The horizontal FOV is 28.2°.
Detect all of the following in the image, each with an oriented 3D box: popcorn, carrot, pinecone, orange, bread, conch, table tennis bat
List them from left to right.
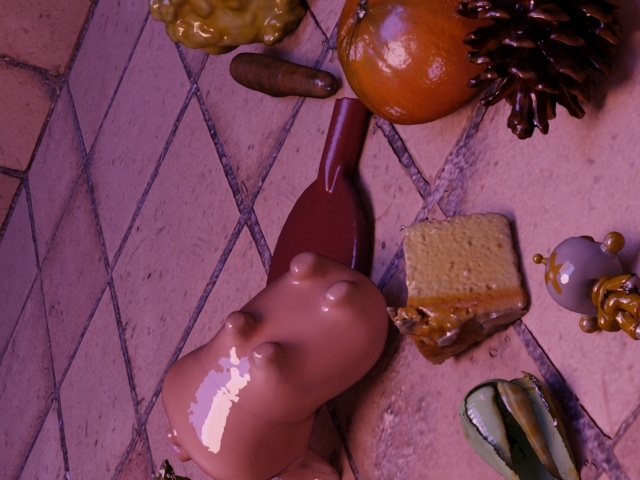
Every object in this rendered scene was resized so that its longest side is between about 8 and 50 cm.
[{"bbox_3d":[-0.165,-0.427,2.161,0.242,0.250,0.235,-39,50,52],"label":"popcorn"},{"bbox_3d":[-0.054,-0.261,2.060,0.342,0.070,0.070,24,97,59],"label":"carrot"},{"bbox_3d":[0.000,0.000,1.816,0.268,0.051,0.414,5,82,63],"label":"table tennis bat"},{"bbox_3d":[0.115,-0.258,1.586,0.240,0.171,0.240,-44,38,49],"label":"orange"},{"bbox_3d":[0.163,0.054,1.440,0.152,0.127,0.147,-16,53,22],"label":"bread"},{"bbox_3d":[0.206,0.195,1.266,0.170,0.079,0.106,53,131,41],"label":"conch"},{"bbox_3d":[0.230,-0.215,1.333,0.185,0.169,0.212,41,-139,-72],"label":"pinecone"}]

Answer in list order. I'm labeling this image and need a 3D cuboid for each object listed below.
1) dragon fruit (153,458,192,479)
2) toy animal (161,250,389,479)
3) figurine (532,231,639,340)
[{"bbox_3d":[-0.157,0.379,1.739,0.135,0.236,0.137,-19,20,23],"label":"dragon fruit"},{"bbox_3d":[-0.055,0.167,1.616,0.326,0.269,0.237,-34,52,-11],"label":"toy animal"},{"bbox_3d":[0.269,0.051,1.229,0.143,0.068,0.101,63,141,32],"label":"figurine"}]
